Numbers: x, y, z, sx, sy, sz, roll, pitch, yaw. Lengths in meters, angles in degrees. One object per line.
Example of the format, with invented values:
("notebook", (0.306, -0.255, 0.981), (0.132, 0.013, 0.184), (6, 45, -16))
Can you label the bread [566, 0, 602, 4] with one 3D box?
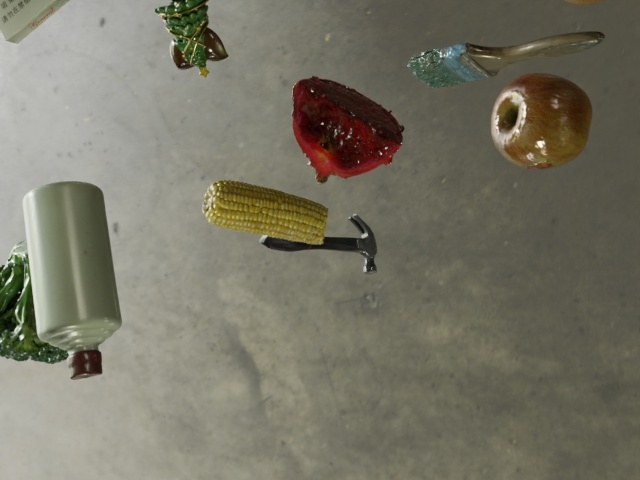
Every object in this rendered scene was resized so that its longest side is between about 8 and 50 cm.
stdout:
("bread", (0.516, -0.547, 1.534), (0.252, 0.133, 0.174), (10, 134, 59))

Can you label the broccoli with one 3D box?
("broccoli", (-0.538, 0.119, 1.501), (0.295, 0.265, 0.245), (-6, 103, 12))

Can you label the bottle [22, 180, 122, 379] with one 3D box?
("bottle", (-0.313, 0.054, 0.994), (0.104, 0.104, 0.245), (-20, 75, 28))

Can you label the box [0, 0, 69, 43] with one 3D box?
("box", (-0.484, -0.443, 1.198), (0.139, 0.035, 0.245), (-31, 85, 18))

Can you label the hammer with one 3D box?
("hammer", (0.000, 0.000, 1.772), (0.037, 0.290, 0.137), (-29, 60, 57))

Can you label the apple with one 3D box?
("apple", (0.472, -0.253, 1.665), (0.188, 0.211, 0.211), (9, 120, -23))

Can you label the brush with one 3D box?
("brush", (0.179, -0.179, 0.761), (0.196, 0.070, 0.021), (-1, 76, 40))

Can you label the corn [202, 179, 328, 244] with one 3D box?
("corn", (-0.100, -0.053, 1.474), (0.244, 0.093, 0.093), (11, 121, -23))

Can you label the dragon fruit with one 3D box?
("dragon fruit", (0.041, -0.227, 1.715), (0.262, 0.134, 0.211), (36, 117, 4))

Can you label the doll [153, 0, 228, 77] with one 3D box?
("doll", (-0.176, -0.276, 1.041), (0.078, 0.077, 0.113), (-10, 94, 15))
